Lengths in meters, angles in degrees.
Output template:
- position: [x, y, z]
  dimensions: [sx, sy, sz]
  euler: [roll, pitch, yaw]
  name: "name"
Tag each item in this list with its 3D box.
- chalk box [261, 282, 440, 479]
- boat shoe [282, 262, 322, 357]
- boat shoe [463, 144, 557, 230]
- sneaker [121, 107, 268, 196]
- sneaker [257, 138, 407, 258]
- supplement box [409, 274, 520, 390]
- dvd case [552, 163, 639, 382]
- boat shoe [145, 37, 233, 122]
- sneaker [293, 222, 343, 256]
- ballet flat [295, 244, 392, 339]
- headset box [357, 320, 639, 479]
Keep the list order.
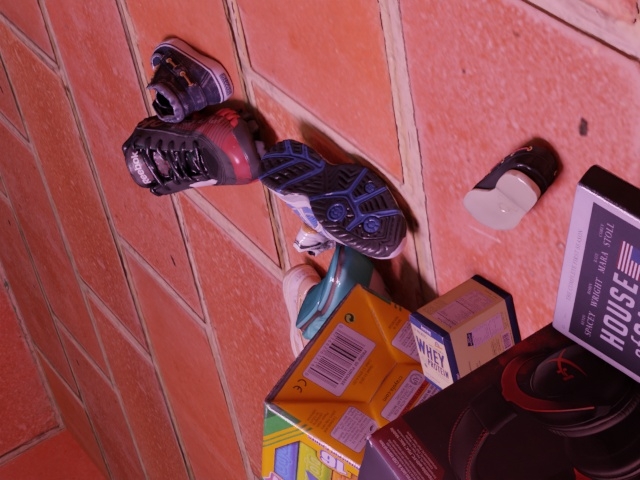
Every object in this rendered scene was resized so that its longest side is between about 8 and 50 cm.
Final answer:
- position: [0.056, 0.218, 1.586]
  dimensions: [0.179, 0.180, 0.289]
  euler: [30, 152, 16]
  name: "chalk box"
- position: [-0.003, 0.112, 1.813]
  dimensions: [0.059, 0.063, 0.170]
  euler: [37, 149, 59]
  name: "boat shoe"
- position: [0.161, -0.043, 1.255]
  dimensions: [0.049, 0.042, 0.133]
  euler: [40, 159, -2]
  name: "boat shoe"
- position: [-0.158, -0.103, 1.796]
  dimensions: [0.276, 0.135, 0.098]
  euler: [19, 132, 59]
  name: "sneaker"
- position: [0.025, -0.039, 1.560]
  dimensions: [0.211, 0.080, 0.081]
  euler: [38, 175, 43]
  name: "sneaker"
- position: [0.141, 0.094, 1.419]
  dimensions: [0.056, 0.083, 0.083]
  euler: [34, 147, 52]
  name: "supplement box"
- position: [0.277, 0.065, 1.054]
  dimensions: [0.238, 0.029, 0.179]
  euler: [32, 149, 24]
  name: "dvd case"
- position: [-0.184, -0.195, 1.804]
  dimensions: [0.183, 0.083, 0.065]
  euler: [28, 142, 56]
  name: "boat shoe"
- position: [0.000, 0.000, 1.638]
  dimensions: [0.032, 0.083, 0.037]
  euler: [46, 112, 34]
  name: "sneaker"
- position: [0.035, 0.065, 1.655]
  dimensions: [0.087, 0.083, 0.247]
  euler: [19, 161, -4]
  name: "ballet flat"
- position: [0.185, 0.197, 1.151]
  dimensions: [0.218, 0.293, 0.110]
  euler: [52, 158, 25]
  name: "headset box"
